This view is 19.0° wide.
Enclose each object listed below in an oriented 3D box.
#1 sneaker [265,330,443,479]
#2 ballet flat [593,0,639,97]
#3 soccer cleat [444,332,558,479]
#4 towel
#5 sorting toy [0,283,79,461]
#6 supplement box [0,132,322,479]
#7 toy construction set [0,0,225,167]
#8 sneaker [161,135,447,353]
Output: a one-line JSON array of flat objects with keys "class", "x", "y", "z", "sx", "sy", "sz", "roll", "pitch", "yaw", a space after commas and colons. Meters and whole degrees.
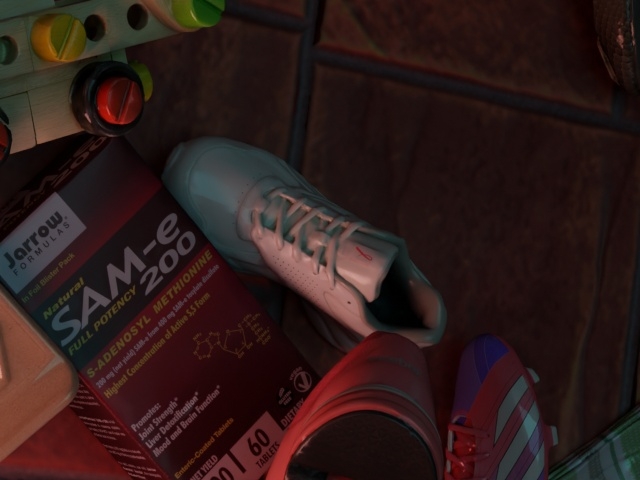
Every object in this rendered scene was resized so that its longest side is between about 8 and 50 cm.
[{"class": "sneaker", "x": 0.009, "y": 0.190, "z": 1.248, "sx": 0.116, "sy": 0.314, "sz": 0.136, "roll": 22, "pitch": 35, "yaw": -4}, {"class": "ballet flat", "x": 0.215, "y": -0.230, "z": 1.460, "sx": 0.084, "sy": 0.058, "sz": 0.249, "roll": -38, "pitch": 118, "yaw": -62}, {"class": "soccer cleat", "x": 0.117, "y": 0.193, "z": 1.382, "sx": 0.095, "sy": 0.083, "sz": 0.248, "roll": -7, "pitch": 96, "yaw": -25}, {"class": "towel", "x": 0.243, "y": 0.197, "z": 1.484, "sx": 0.152, "sy": 0.023, "sz": 0.113, "roll": -32, "pitch": 104, "yaw": -26}, {"class": "sorting toy", "x": -0.281, "y": 0.072, "z": 1.155, "sx": 0.193, "sy": 0.038, "sz": 0.208, "roll": -41, "pitch": 105, "yaw": -3}, {"class": "supplement box", "x": -0.115, "y": 0.059, "z": 1.253, "sx": 0.130, "sy": 0.073, "sz": 0.239, "roll": -46, "pitch": 110, "yaw": -22}, {"class": "toy construction set", "x": -0.199, "y": -0.159, "z": 1.161, "sx": 0.328, "sy": 0.151, "sz": 0.215, "roll": -16, "pitch": 106, "yaw": -26}, {"class": "sneaker", "x": 0.000, "y": 0.000, "z": 1.293, "sx": 0.232, "sy": 0.115, "sz": 0.090, "roll": 33, "pitch": 74, "yaw": -25}]
